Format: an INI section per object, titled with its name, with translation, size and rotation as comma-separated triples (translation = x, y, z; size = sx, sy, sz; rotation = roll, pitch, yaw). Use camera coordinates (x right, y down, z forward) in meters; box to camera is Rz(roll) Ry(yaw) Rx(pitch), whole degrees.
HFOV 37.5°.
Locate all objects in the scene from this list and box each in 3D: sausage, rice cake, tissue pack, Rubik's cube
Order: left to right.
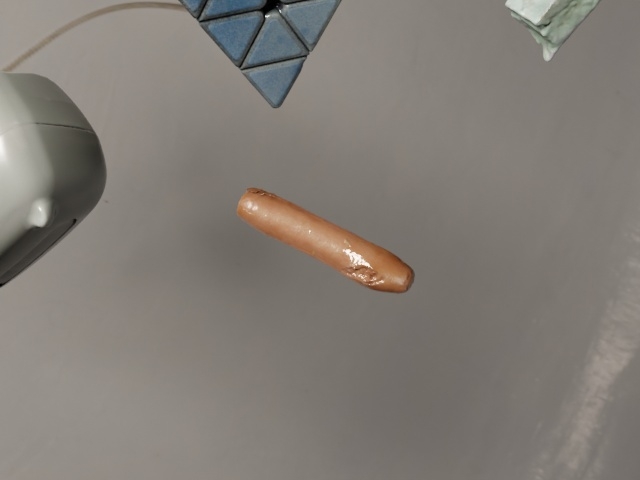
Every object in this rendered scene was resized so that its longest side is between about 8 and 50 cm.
[tissue pack]
translation = -0.468, -0.061, 1.330
size = 0.333, 0.235, 0.229
rotation = -36, 168, 21
[Rubik's cube]
translation = -0.088, -0.361, 1.322
size = 0.229, 0.233, 0.228
rotation = 30, 76, -6
[sausage]
translation = 0.000, 0.000, 0.852
size = 0.043, 0.186, 0.043
rotation = -44, 148, -36
[rice cake]
translation = 0.275, -0.290, 0.970
size = 0.063, 0.069, 0.206
rotation = 26, 113, -39
